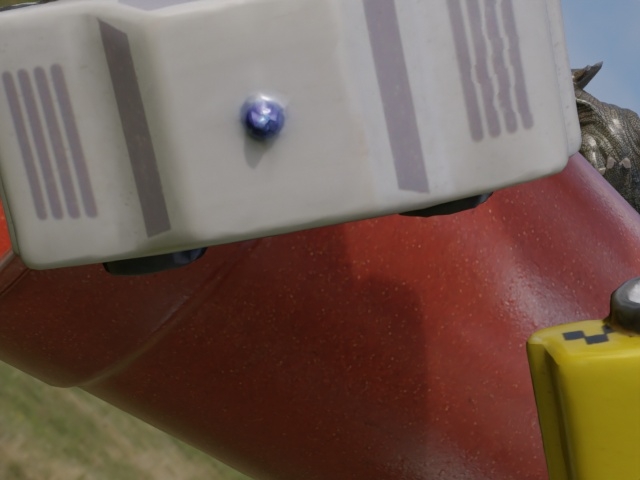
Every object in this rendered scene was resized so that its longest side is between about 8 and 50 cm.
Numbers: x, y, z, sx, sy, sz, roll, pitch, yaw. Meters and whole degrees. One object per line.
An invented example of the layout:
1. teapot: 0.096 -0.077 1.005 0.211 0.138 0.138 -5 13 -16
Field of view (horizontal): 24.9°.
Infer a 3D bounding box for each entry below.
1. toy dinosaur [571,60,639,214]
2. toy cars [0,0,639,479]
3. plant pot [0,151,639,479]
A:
1. toy dinosaur: 0.249 -0.034 1.238 0.313 0.121 0.160 70 -10 -26
2. toy cars: 0.075 0.009 0.436 0.394 0.176 0.087 29 13 -7
3. plant pot: 0.000 0.000 0.661 0.265 0.272 0.272 37 2 -19
